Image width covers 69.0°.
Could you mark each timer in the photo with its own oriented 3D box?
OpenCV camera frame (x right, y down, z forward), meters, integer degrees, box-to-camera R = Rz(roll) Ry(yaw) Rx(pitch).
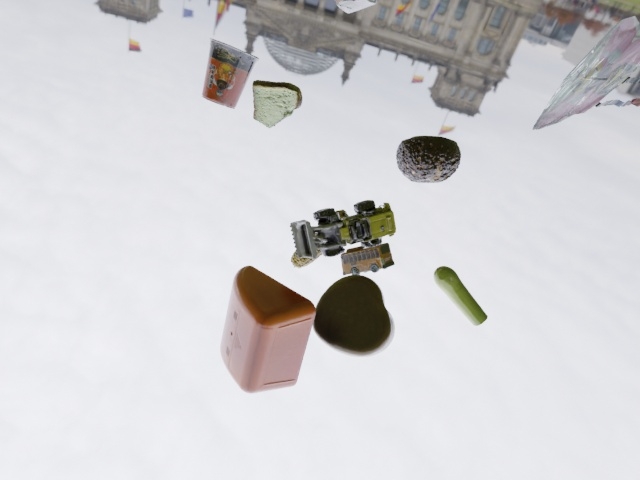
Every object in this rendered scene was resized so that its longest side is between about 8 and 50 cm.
[{"bbox_3d":[-0.168,0.227,1.210,0.161,0.258,0.250,-2,-154,-40],"label":"timer"}]

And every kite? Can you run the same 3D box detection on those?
[{"bbox_3d":[0.519,-0.277,0.809,0.360,0.204,0.022,-9,-124,-34],"label":"kite"}]

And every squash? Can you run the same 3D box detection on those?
[{"bbox_3d":[0.485,0.190,1.635,0.250,0.083,0.083,50,-146,-8],"label":"squash"}]

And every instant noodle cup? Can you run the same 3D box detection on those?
[{"bbox_3d":[-0.228,-0.400,1.129,0.127,0.136,0.127,21,-164,-6],"label":"instant noodle cup"}]

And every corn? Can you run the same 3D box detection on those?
[{"bbox_3d":[0.003,0.003,1.911,0.102,0.313,0.102,43,-169,-11],"label":"corn"}]

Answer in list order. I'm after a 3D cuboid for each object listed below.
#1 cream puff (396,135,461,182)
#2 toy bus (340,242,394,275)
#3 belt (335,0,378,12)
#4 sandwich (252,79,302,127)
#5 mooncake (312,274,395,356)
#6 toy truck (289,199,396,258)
[{"bbox_3d":[0.393,-0.295,1.715,0.238,0.165,0.239,4,180,0],"label":"cream puff"},{"bbox_3d":[0.179,0.075,1.848,0.200,0.114,0.098,-13,180,37],"label":"toy bus"},{"bbox_3d":[0.156,-0.934,1.594,0.122,0.217,0.339,4,-125,43],"label":"belt"},{"bbox_3d":[-0.087,-0.278,0.950,0.104,0.093,0.036,5,-149,12],"label":"sandwich"},{"bbox_3d":[0.092,0.227,1.347,0.234,0.235,0.117,33,176,22],"label":"mooncake"},{"bbox_3d":[0.066,-0.027,1.269,0.285,0.137,0.111,-14,-166,-9],"label":"toy truck"}]
